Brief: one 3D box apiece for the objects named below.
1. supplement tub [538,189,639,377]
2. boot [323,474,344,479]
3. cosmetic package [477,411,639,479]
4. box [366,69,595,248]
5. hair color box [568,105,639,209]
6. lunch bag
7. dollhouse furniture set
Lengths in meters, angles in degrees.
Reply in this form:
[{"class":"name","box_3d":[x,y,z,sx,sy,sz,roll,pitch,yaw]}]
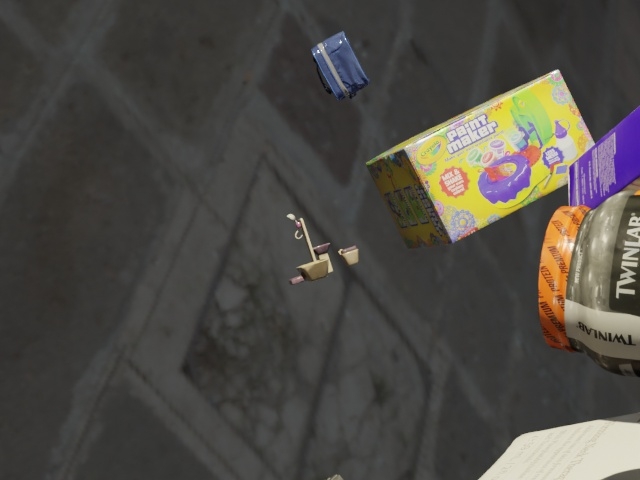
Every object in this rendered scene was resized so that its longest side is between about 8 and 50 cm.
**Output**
[{"class":"supplement tub","box_3d":[0.418,0.052,1.383,0.207,0.338,0.207,3,90,-65]},{"class":"boot","box_3d":[0.034,0.543,1.621,0.146,0.367,0.445,-34,88,-36]},{"class":"cosmetic package","box_3d":[0.451,0.450,1.862,0.329,0.394,0.327,-27,98,-57]},{"class":"box","box_3d":[0.266,-0.129,2.175,0.177,0.290,0.279,64,-10,-3]},{"class":"hair color box","box_3d":[0.492,-0.105,1.763,0.185,0.339,0.110,6,69,-13]},{"class":"lunch bag","box_3d":[0.028,-0.255,1.939,0.098,0.065,0.067,62,8,-12]},{"class":"dollhouse furniture set","box_3d":[0.000,0.000,1.514,0.114,0.091,0.081,170,-98,-83]}]
